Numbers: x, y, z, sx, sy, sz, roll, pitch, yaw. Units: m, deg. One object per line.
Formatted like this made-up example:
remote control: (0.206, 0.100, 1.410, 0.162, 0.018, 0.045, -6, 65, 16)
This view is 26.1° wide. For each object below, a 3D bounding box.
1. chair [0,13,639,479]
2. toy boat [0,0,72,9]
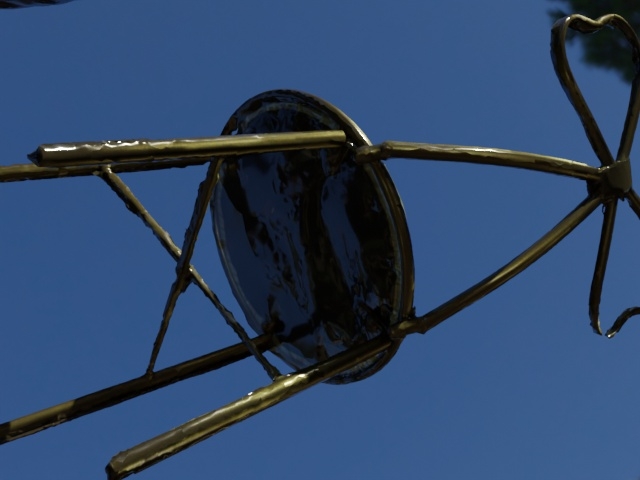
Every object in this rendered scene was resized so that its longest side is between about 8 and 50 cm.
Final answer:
chair: (0.000, 0.000, 0.655, 0.326, 0.170, 0.159, -17, -82, -36)
toy boat: (-0.217, -0.220, 0.899, 0.219, 0.318, 0.072, -29, -51, -37)
